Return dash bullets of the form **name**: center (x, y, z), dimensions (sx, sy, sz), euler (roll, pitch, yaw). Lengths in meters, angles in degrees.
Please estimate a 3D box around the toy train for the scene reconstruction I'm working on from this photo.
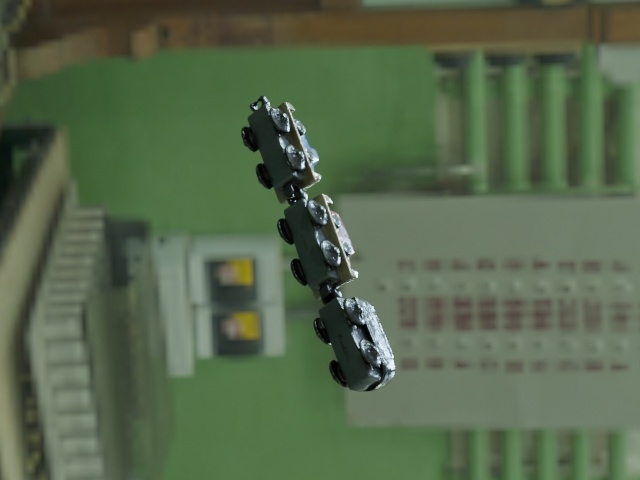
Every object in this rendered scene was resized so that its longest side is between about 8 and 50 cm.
- **toy train**: center (0.000, 0.000, 0.926), dimensions (0.036, 0.027, 0.158), euler (16, 46, -52)
